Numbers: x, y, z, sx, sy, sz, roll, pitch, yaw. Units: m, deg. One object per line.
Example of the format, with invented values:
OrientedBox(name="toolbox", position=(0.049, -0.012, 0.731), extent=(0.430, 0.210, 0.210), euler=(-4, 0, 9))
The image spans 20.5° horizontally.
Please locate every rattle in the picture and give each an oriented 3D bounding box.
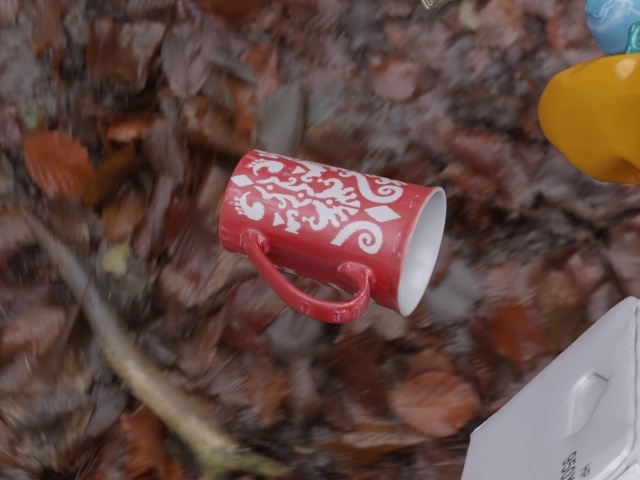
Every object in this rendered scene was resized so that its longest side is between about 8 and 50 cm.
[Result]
OrientedBox(name="rattle", position=(0.108, -0.003, 0.620), extent=(0.142, 0.130, 0.200), euler=(8, 54, 26))

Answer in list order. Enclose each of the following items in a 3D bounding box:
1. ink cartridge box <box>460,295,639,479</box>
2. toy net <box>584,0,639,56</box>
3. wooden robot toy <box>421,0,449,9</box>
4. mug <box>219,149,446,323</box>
OrientedBox(name="ink cartridge box", position=(0.267, 0.260, 1.100), extent=(0.166, 0.285, 0.395), euler=(-42, 95, 18))
OrientedBox(name="toy net", position=(0.250, -0.130, 1.271), extent=(0.045, 0.122, 0.232), euler=(23, 41, -30))
OrientedBox(name="wooden robot toy", position=(0.085, -0.192, 1.173), extent=(0.079, 0.173, 0.076), euler=(-25, 95, -21))
OrientedBox(name="mug", position=(0.003, -0.010, 1.478), extent=(0.169, 0.150, 0.113), euler=(17, 107, 17))
